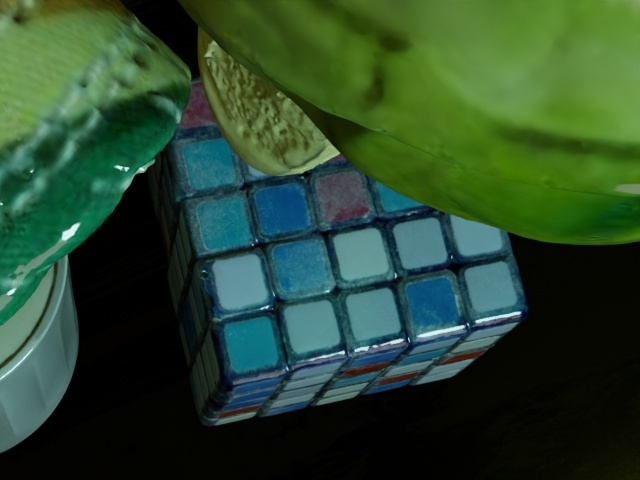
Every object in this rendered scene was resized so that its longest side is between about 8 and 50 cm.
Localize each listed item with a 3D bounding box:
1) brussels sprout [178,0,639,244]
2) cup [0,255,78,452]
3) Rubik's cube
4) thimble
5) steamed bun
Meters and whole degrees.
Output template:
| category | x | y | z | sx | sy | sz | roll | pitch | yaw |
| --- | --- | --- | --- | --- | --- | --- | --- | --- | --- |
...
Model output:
| category | x | y | z | sx | sy | sz | roll | pitch | yaw |
| --- | --- | --- | --- | --- | --- | --- | --- | --- | --- |
| brussels sprout | 0.109 | -0.173 | 0.699 | 0.342 | 0.361 | 0.425 | -19 | 168 | -40 |
| cup | -0.305 | 0.026 | 1.246 | 0.323 | 0.237 | 0.327 | -52 | 176 | -17 |
| Rubik's cube | 0.000 | 0.000 | 1.394 | 0.287 | 0.292 | 0.293 | -11 | 165 | -11 |
| thimble | -0.212 | -0.057 | 0.880 | 0.254 | 0.167 | 0.288 | -41 | -167 | 18 |
| steamed bun | 0.029 | -0.170 | 1.092 | 0.232 | 0.166 | 0.273 | -31 | 179 | -28 |
